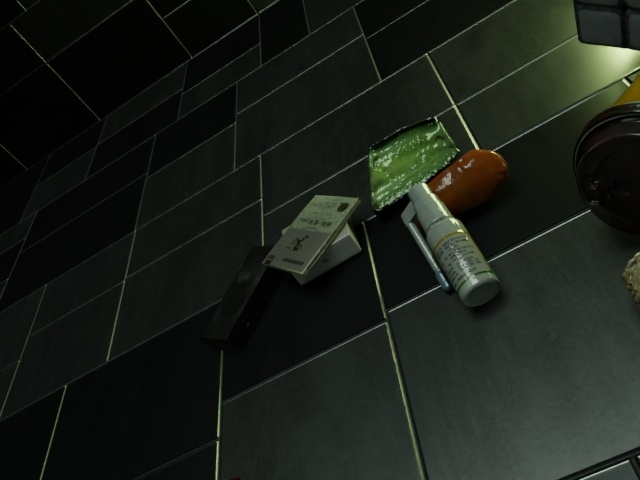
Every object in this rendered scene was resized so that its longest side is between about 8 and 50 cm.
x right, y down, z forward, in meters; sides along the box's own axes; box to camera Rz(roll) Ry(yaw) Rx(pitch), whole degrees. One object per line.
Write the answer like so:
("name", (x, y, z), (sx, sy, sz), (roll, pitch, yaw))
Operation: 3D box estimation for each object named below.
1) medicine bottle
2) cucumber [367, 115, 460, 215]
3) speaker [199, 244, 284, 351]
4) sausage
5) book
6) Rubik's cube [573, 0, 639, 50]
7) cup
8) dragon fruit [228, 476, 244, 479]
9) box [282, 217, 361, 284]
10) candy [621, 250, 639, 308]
("medicine bottle", (0.187, 0.009, 1.040), (0.092, 0.061, 0.221), (-62, 38, 38))
("cucumber", (0.156, -0.140, 1.267), (0.193, 0.086, 0.115), (-34, 78, 5))
("speaker", (-0.140, 0.105, 1.289), (0.082, 0.044, 0.218), (-2, 48, 43))
("sausage", (0.225, -0.085, 1.130), (0.179, 0.089, 0.089), (-34, 33, 20))
("book", (-0.018, -0.014, 1.248), (0.127, 0.014, 0.182), (11, 56, 49))
("Rubik's cube", (0.579, -0.497, 0.983), (0.344, 0.344, 0.337), (24, 69, 37))
("cup", (0.463, -0.146, 0.894), (0.196, 0.196, 0.280), (5, 44, 47))
("dragon fruit", (-0.035, 0.355, 0.705), (0.240, 0.330, 0.302), (-20, 30, -11))
("box", (0.000, 0.000, 1.273), (0.129, 0.051, 0.130), (-31, 34, 12))
("candy", (0.409, 0.048, 0.798), (0.095, 0.085, 0.110), (-36, 23, 16))
